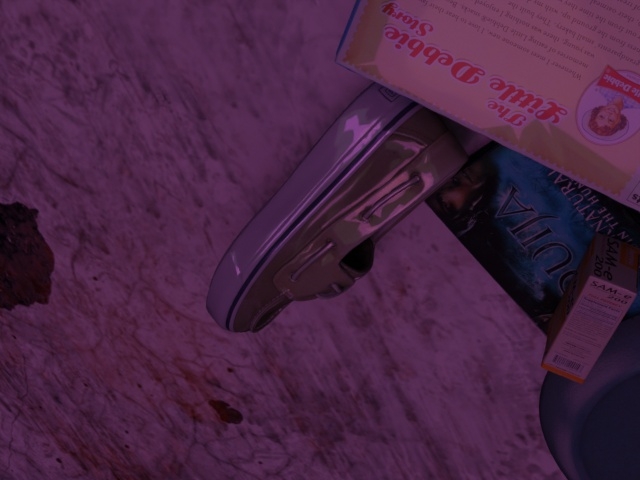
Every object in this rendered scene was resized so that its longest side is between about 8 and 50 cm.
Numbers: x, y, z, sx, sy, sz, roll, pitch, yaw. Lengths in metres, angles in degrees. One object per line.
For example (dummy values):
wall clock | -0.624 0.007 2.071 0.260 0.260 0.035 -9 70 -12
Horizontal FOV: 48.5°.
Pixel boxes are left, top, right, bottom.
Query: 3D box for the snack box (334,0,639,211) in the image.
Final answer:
snack box | 0.189 -0.133 0.449 0.321 0.060 0.187 27 119 5

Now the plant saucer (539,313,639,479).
plant saucer | 0.354 0.183 0.620 0.317 0.044 0.318 12 127 16

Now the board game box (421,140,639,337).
board game box | 0.188 -0.003 0.576 0.186 0.026 0.126 46 128 -11

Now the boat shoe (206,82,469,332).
boat shoe | 0.000 0.000 0.601 0.094 0.109 0.302 48 128 11

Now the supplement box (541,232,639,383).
supplement box | 0.207 0.052 0.547 0.036 0.062 0.099 22 128 11
